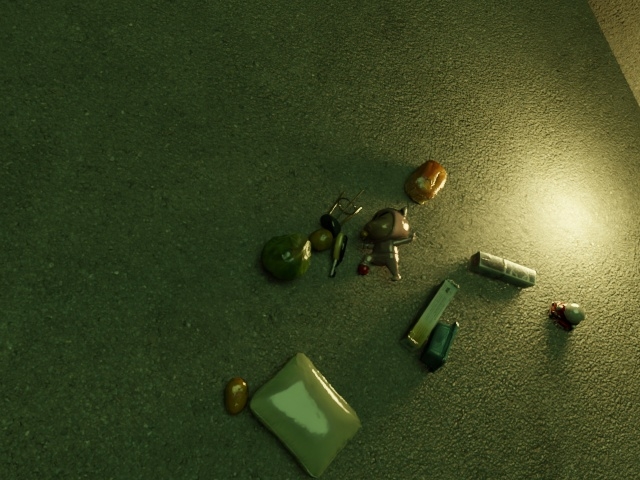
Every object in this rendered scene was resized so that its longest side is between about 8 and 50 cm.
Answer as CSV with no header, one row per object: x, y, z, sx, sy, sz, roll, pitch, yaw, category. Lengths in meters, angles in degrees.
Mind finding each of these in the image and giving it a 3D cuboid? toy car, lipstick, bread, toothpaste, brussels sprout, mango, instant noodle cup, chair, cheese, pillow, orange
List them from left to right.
-0.263,0.486,1.588,0.079,0.057,0.114,15,68,-23,mango
-0.112,0.056,1.771,0.180,0.144,0.161,-32,49,-17,brussels sprout
-0.044,0.546,1.613,0.255,0.120,0.322,-40,88,-29,pillow
0.000,0.000,1.864,0.095,0.085,0.085,-27,81,-14,orange
0.065,0.058,1.880,0.036,0.086,0.162,12,78,11,cheese
0.075,-0.108,1.938,0.095,0.104,0.221,23,54,22,chair
0.444,-0.248,2.124,0.132,0.114,0.190,41,66,-5,bread
0.411,0.275,1.917,0.071,0.089,0.313,38,62,4,toothpaste
0.427,0.381,1.850,0.070,0.157,0.179,25,62,7,instant noodle cup
0.762,0.126,2.118,0.289,0.076,0.077,19,62,-16,lipstick
1.047,0.306,2.137,0.139,0.112,0.112,29,63,-9,toy car

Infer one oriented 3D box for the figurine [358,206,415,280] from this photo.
0.241,0.002,1.916,0.186,0.176,0.287,24,76,-39,figurine
